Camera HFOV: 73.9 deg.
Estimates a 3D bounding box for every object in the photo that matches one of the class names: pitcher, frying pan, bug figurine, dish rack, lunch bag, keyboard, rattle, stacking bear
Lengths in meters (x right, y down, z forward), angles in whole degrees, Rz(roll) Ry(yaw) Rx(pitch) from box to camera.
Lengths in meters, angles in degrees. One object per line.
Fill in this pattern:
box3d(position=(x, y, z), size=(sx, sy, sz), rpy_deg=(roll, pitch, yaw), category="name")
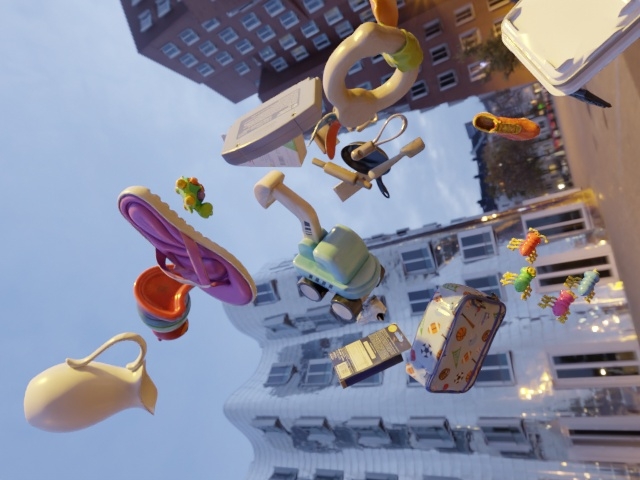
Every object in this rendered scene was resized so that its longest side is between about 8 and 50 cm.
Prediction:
box3d(position=(-0.427, 0.263, 0.799), size=(0.125, 0.207, 0.177), rpy_deg=(-139, 46, -71), category="pitcher")
box3d(position=(0.218, -0.274, 1.605), size=(0.326, 0.197, 0.053), rpy_deg=(32, -111, -28), category="frying pan")
box3d(position=(0.661, 0.103, 1.217), size=(0.216, 0.279, 0.072), rpy_deg=(-50, -11, -22), category="bug figurine")
box3d(position=(0.614, -0.558, 1.053), size=(0.073, 0.285, 0.332), rpy_deg=(11, -132, -38), category="dish rack")
box3d(position=(0.377, 0.264, 1.155), size=(0.243, 0.115, 0.303), rpy_deg=(18, -82, -35), category="lunch bag")
box3d(position=(0.168, -0.258, 1.762), size=(0.256, 0.014, 0.072), rpy_deg=(-37, -78, -13), category="keyboard")
box3d(position=(0.681, -0.382, 1.115), size=(0.108, 0.023, 0.180), rpy_deg=(31, -154, -1), category="keyboard")
box3d(position=(0.036, -0.230, 0.588), size=(0.130, 0.199, 0.142), rpy_deg=(-19, -109, -33), category="rattle")
box3d(position=(-0.467, 0.213, 1.295), size=(0.289, 0.165, 0.175), rpy_deg=(110, 176, -52), category="stacking bear")

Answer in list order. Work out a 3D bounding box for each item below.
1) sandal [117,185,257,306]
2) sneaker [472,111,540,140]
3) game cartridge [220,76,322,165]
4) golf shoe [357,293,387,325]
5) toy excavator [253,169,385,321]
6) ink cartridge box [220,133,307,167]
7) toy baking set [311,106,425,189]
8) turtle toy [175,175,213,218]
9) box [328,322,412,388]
box3d(position=(-0.347, 0.043, 1.057), size=(0.416, 0.169, 0.102), rpy_deg=(41, -139, -6), category="sandal")
box3d(position=(0.500, -0.304, 1.155), size=(0.067, 0.175, 0.064), rpy_deg=(-44, -36, -52), category="sneaker")
box3d(position=(-0.128, -0.313, 1.135), size=(0.062, 0.298, 0.198), rpy_deg=(47, -150, -41), category="game cartridge")
box3d(position=(0.190, 0.279, 1.565), size=(0.086, 0.176, 0.069), rpy_deg=(39, -124, 18), category="golf shoe")
box3d(position=(0.000, 0.000, 1.435), size=(0.222, 0.433, 0.445), rpy_deg=(-48, -31, -31), category="toy excavator")
box3d(position=(-0.261, -0.455, 1.992), size=(0.207, 0.354, 0.119), rpy_deg=(74, -155, -49), category="ink cartridge box")
box3d(position=(0.096, -0.220, 0.979), size=(0.196, 0.256, 0.030), rpy_deg=(-63, -17, 16), category="toy baking set")
box3d(position=(-0.333, -0.114, 1.124), size=(0.066, 0.095, 0.130), rpy_deg=(-28, -86, -21), category="turtle toy")
box3d(position=(0.145, 0.330, 1.232), size=(0.136, 0.226, 0.036), rpy_deg=(-121, 7, -66), category="box")
